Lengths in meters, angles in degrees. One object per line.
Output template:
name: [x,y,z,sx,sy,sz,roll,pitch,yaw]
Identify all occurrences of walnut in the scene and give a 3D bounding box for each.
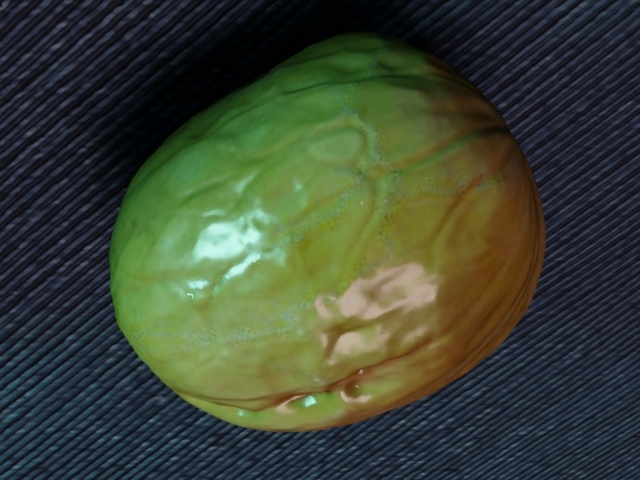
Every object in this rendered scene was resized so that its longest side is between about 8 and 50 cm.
walnut: [0.000,0.000,0.815,0.222,0.195,0.195,-22,144,16]
